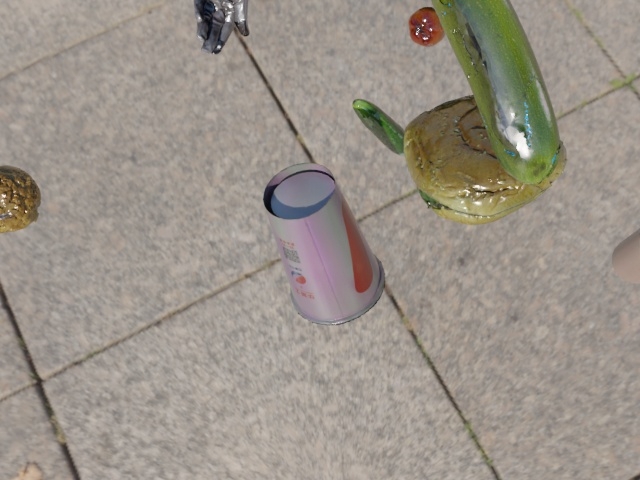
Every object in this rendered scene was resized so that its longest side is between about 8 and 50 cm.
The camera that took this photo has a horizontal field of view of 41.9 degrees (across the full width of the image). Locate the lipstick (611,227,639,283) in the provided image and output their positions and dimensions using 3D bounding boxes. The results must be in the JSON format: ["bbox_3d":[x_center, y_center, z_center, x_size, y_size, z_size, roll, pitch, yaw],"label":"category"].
[{"bbox_3d":[0.456,0.008,1.122,0.070,0.254,0.070,-1,80,6],"label":"lipstick"}]

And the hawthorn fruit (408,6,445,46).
[{"bbox_3d":[0.229,-0.446,1.732,0.081,0.081,0.093,46,43,16],"label":"hawthorn fruit"}]

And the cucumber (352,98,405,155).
[{"bbox_3d":[0.146,-0.228,1.759,0.056,0.250,0.056,-16,60,31],"label":"cucumber"}]

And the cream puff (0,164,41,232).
[{"bbox_3d":[-0.587,-0.072,1.522,0.144,0.103,0.126,0,102,1],"label":"cream puff"}]

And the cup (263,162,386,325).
[{"bbox_3d":[0.000,0.000,1.562,0.203,0.288,0.203,-10,50,12],"label":"cup"}]

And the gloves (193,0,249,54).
[{"bbox_3d":[-0.207,-0.537,1.791,0.142,0.119,0.285,16,111,4],"label":"gloves"}]

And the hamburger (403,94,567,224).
[{"bbox_3d":[0.286,-0.156,1.473,0.265,0.134,0.285,-26,51,0],"label":"hamburger"}]

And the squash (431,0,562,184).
[{"bbox_3d":[0.191,-0.220,0.947,0.087,0.087,0.331,-24,89,-7],"label":"squash"}]
